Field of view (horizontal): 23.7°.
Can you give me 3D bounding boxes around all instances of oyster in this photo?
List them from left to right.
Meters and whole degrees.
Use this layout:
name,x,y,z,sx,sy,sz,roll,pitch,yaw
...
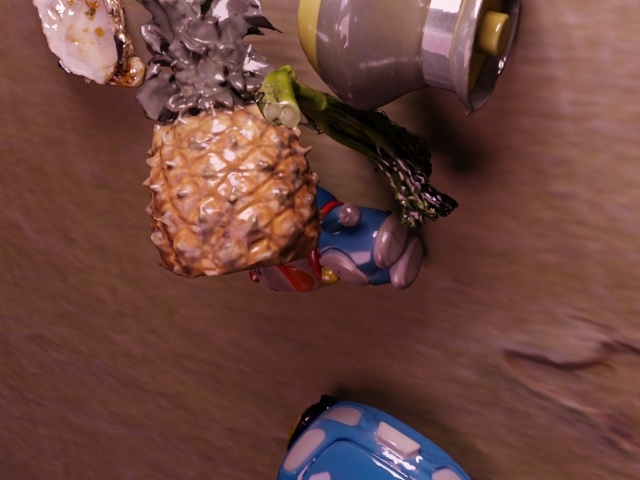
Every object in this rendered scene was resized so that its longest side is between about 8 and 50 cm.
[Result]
name,x,y,z,sx,sy,sz,roll,pitch,yaw
oyster,-0.184,-0.180,1.215,0.148,0.051,0.103,64,148,7

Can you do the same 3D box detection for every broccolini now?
name,x,y,z,sx,sy,sz,roll,pitch,yaw
broccolini,0.023,-0.055,0.964,0.123,0.271,0.062,33,98,14

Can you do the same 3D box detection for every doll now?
name,x,y,z,sx,sy,sz,roll,pitch,yaw
doll,0.000,0.000,1.154,0.151,0.086,0.114,9,153,30

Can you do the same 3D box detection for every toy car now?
name,x,y,z,sx,sy,sz,roll,pitch,yaw
toy car,0.027,0.279,1.313,0.198,0.166,0.314,31,140,19

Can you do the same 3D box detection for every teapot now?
name,x,y,z,sx,sy,sz,roll,pitch,yaw
teapot,0.060,-0.156,0.928,0.119,0.130,0.166,17,103,18

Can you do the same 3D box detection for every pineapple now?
name,x,y,z,sx,sy,sz,roll,pitch,yaw
pineapple,-0.077,-0.099,1.063,0.128,0.128,0.248,-11,91,51
